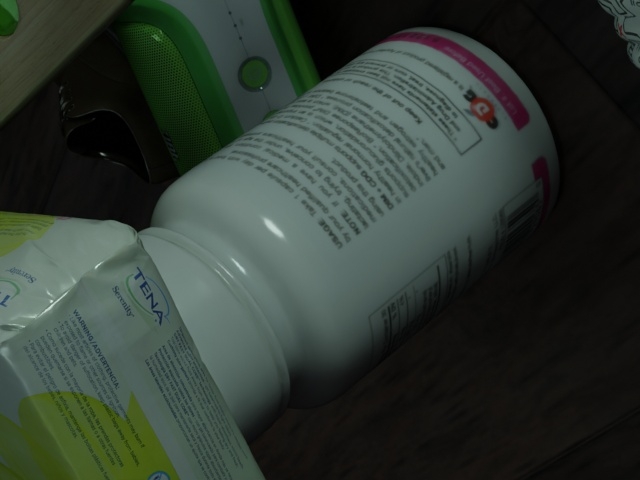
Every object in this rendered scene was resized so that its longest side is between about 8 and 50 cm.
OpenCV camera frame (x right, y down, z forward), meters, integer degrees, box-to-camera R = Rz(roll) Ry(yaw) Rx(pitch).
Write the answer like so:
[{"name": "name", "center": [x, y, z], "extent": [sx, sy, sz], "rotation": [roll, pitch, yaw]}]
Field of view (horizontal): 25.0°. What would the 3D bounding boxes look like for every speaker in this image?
[{"name": "speaker", "center": [-0.055, -0.092, 1.009], "extent": [0.131, 0.131, 0.296], "rotation": [7, 127, 50]}]

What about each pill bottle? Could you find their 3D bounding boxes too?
[{"name": "pill bottle", "center": [0.000, 0.000, 0.873], "extent": [0.160, 0.283, 0.160], "rotation": [34, 144, 29]}]

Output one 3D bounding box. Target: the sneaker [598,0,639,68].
[{"name": "sneaker", "center": [0.217, -0.143, 0.629], "extent": [0.270, 0.090, 0.145], "rotation": [1, 124, 57]}]

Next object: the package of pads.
[{"name": "package of pads", "center": [-0.160, 0.092, 0.805], "extent": [0.296, 0.101, 0.229], "rotation": [6, 128, 51]}]

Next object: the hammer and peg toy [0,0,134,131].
[{"name": "hammer and peg toy", "center": [-0.198, -0.229, 0.809], "extent": [0.361, 0.127, 0.266], "rotation": [-36, 92, 40]}]

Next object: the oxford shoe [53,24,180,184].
[{"name": "oxford shoe", "center": [-0.188, -0.123, 1.186], "extent": [0.227, 0.096, 0.083], "rotation": [36, 147, 29]}]
